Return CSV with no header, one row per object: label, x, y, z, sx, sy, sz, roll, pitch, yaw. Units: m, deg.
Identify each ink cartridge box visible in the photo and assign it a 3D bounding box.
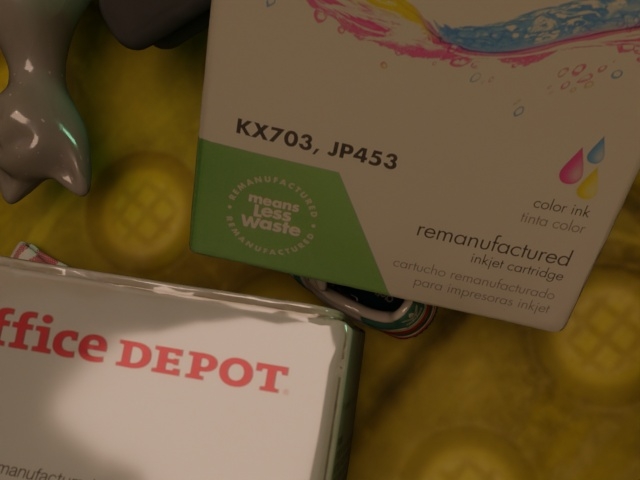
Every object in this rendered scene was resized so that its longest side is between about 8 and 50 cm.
ink cartridge box,-0.107,0.175,0.426,0.226,0.131,0.306,9,82,8
ink cartridge box,0.064,-0.143,0.357,0.207,0.119,0.354,12,125,0

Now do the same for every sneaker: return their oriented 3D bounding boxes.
sneaker,0.000,0.000,0.487,0.161,0.075,0.057,37,90,13

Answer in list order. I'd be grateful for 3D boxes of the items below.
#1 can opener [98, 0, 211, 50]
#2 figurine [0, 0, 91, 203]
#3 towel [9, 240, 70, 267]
can opener,0.002,-0.173,0.453,0.280,0.074,0.093,-20,95,21
figurine,-0.229,-0.127,0.533,0.214,0.092,0.210,2,91,27
towel,-0.161,0.105,0.528,0.197,0.029,0.144,29,88,13
